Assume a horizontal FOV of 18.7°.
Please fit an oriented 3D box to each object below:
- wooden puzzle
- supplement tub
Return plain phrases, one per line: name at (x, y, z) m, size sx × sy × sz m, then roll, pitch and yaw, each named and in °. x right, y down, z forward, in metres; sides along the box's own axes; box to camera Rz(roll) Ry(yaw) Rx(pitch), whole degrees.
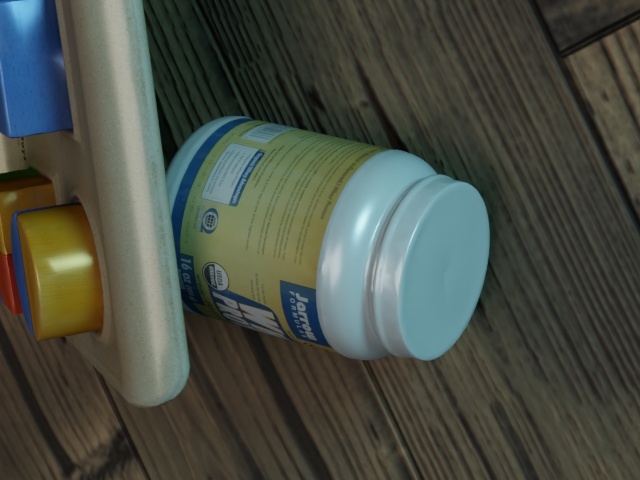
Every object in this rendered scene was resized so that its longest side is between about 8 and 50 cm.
wooden puzzle at (-0.204, -0.064, 1.402) m, size 0.348 × 0.080 × 0.322 m, roll -160°, pitch 62°, yaw -65°
supplement tub at (0.000, 0.000, 1.332) m, size 0.199 × 0.144 × 0.144 m, roll 14°, pitch 111°, yaw 31°
